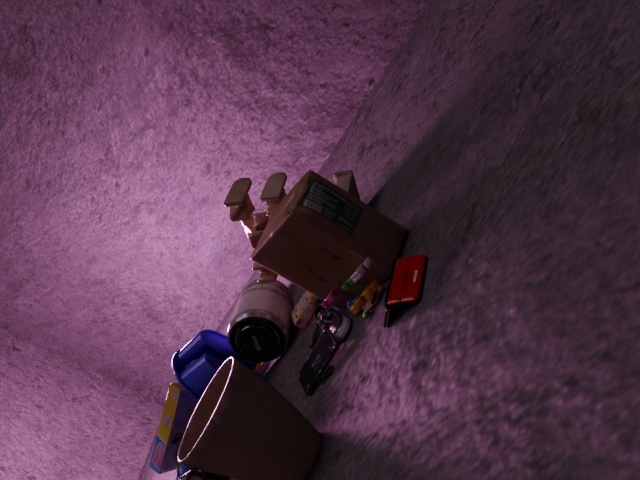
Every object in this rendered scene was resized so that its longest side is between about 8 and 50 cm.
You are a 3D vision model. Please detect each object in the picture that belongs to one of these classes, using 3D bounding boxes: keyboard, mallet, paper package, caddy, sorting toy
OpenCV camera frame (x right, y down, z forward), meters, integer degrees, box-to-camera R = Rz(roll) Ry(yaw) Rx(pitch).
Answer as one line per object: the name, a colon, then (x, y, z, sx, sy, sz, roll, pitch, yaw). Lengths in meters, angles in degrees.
keyboard: (0.001, 0.335, 1.596, 0.180, 0.023, 0.108, -62, 34, 18)
mallet: (-0.002, 0.248, 1.859, 0.062, 0.039, 0.190, -47, 22, 41)
paper package: (0.019, 0.009, 1.631, 0.309, 0.324, 0.168, -43, 21, 53)
caddy: (-0.363, 0.472, 2.112, 0.179, 0.341, 0.241, -47, 37, 16)
sorting toy: (0.131, 0.162, 1.544, 0.062, 0.012, 0.083, -45, 19, 51)

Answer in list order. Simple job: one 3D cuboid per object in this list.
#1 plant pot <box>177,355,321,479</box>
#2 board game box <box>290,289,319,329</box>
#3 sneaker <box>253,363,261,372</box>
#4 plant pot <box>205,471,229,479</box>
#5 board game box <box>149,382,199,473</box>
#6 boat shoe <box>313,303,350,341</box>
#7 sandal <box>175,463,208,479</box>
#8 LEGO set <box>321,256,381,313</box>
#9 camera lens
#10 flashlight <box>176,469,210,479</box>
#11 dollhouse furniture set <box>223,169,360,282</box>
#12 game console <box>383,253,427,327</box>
plant pot: (-0.145, 0.444, 1.374, 0.257, 0.274, 0.256, -57, 12, 19)
board game box: (-0.033, 0.199, 2.066, 0.194, 0.045, 0.147, -59, 12, 4)
sneaker: (-0.318, 0.536, 2.343, 0.263, 0.099, 0.121, -59, 7, 0)
plant pot: (-0.347, 0.661, 1.971, 0.188, 0.166, 0.187, -59, 12, 1)
board game box: (-0.479, 0.673, 2.185, 0.064, 0.242, 0.317, 18, 95, 36)
boat shoe: (0.024, 0.224, 1.687, 0.080, 0.076, 0.228, -59, 11, 3)
sandal: (-0.470, 0.884, 2.094, 0.318, 0.126, 0.138, -69, 16, -5)
LEGO set: (0.081, 0.145, 1.537, 0.093, 0.087, 0.227, -49, 0, -36)
camera lens: (-0.212, 0.290, 2.168, 0.219, 0.219, 0.274, -54, 13, 26)
flashlight: (-0.469, 0.834, 1.933, 0.304, 0.103, 0.103, -42, -6, 36)
dollhouse furniture set: (-0.074, -0.082, 2.068, 0.393, 0.362, 0.257, -6, 37, 18)
game console: (0.196, 0.117, 1.380, 0.124, 0.085, 0.144, -13, 39, 30)
